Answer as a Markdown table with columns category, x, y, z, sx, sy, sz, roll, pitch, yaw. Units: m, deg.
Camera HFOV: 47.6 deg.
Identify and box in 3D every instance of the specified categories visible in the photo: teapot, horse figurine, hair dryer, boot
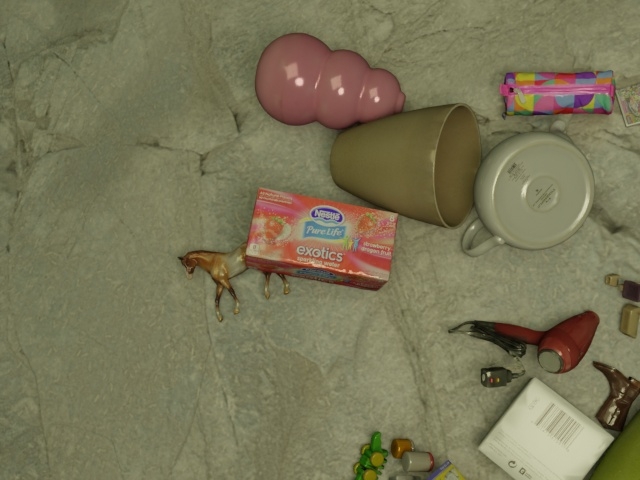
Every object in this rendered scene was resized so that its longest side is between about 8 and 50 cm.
| category | x | y | z | sx | sy | sz | roll | pitch | yaw |
| --- | --- | --- | --- | --- | --- | --- | --- | --- | --- |
| teapot | 0.413 | -0.102 | 1.482 | 0.256 | 0.187 | 0.253 | -9 | 102 | -6 |
| horse figurine | -0.177 | 0.069 | 1.655 | 0.263 | 0.066 | 0.174 | -23 | 78 | 10 |
| hair dryer | 0.418 | 0.183 | 1.428 | 0.293 | 0.223 | 0.080 | -7 | 119 | -6 |
| boot | 0.563 | 0.308 | 1.427 | 0.106 | 0.037 | 0.114 | 28 | 91 | 21 |

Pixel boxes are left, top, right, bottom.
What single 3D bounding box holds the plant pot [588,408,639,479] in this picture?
| category | x | y | z | sx | sy | sz | roll | pitch | yaw |
| --- | --- | --- | --- | --- | --- | --- | --- | --- | --- |
| plant pot | 0.659 | 0.376 | 1.289 | 0.274 | 0.275 | 0.293 | 26 | 69 | 18 |

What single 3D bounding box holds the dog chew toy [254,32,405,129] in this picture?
| category | x | y | z | sx | sy | sz | roll | pitch | yaw |
| --- | --- | --- | --- | --- | --- | --- | --- | --- | --- |
| dog chew toy | 0.026 | -0.343 | 1.628 | 0.331 | 0.206 | 0.207 | 14 | 82 | 9 |

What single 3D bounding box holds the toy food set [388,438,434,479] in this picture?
| category | x | y | z | sx | sy | sz | roll | pitch | yaw |
| --- | --- | --- | --- | --- | --- | --- | --- | --- | --- |
| toy food set | 0.209 | 0.511 | 1.444 | 0.104 | 0.111 | 0.232 | 7 | 64 | -19 |

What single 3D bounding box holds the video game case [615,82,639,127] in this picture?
| category | x | y | z | sx | sy | sz | roll | pitch | yaw |
| --- | --- | --- | --- | --- | --- | --- | --- | --- | --- |
| video game case | 0.697 | -0.295 | 1.534 | 0.122 | 0.011 | 0.087 | -14 | 75 | 11 |

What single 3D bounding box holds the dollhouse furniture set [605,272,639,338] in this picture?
| category | x | y | z | sx | sy | sz | roll | pitch | yaw |
| --- | --- | --- | --- | --- | --- | --- | --- | --- | --- |
| dollhouse furniture set | 0.629 | 0.131 | 1.461 | 0.081 | 0.091 | 0.114 | -2 | 102 | -26 |

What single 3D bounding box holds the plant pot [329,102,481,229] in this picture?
| category | x | y | z | sx | sy | sz | roll | pitch | yaw |
| --- | --- | --- | --- | --- | --- | --- | --- | --- | --- |
| plant pot | 0.167 | -0.165 | 1.539 | 0.274 | 0.256 | 0.256 | 8 | 80 | 31 |

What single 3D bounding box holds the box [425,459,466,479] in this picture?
| category | x | y | z | sx | sy | sz | roll | pitch | yaw |
| --- | --- | --- | --- | --- | --- | --- | --- | --- | --- |
| box | 0.261 | 0.514 | 1.353 | 0.105 | 0.043 | 0.179 | -29 | 67 | -35 |

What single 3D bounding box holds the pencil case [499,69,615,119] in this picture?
| category | x | y | z | sx | sy | sz | roll | pitch | yaw |
| --- | --- | --- | --- | --- | --- | --- | --- | --- | --- |
| pencil case | 0.502 | -0.312 | 1.543 | 0.236 | 0.104 | 0.104 | 0 | 78 | 14 |

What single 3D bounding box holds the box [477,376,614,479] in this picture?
| category | x | y | z | sx | sy | sz | roll | pitch | yaw |
| --- | --- | --- | --- | --- | --- | --- | --- | --- | --- |
| box | 0.429 | 0.387 | 1.398 | 0.181 | 0.119 | 0.182 | 38 | 90 | 19 |

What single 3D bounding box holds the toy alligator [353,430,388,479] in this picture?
| category | x | y | z | sx | sy | sz | roll | pitch | yaw |
| --- | --- | --- | --- | --- | --- | --- | --- | --- | --- |
| toy alligator | 0.098 | 0.490 | 1.501 | 0.051 | 0.056 | 0.190 | 26 | 84 | -22 |

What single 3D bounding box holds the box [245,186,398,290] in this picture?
| category | x | y | z | sx | sy | sz | roll | pitch | yaw |
| --- | --- | --- | --- | --- | --- | --- | --- | --- | --- |
| box | 0.000 | 0.000 | 1.536 | 0.300 | 0.142 | 0.154 | 11 | 76 | -3 |
